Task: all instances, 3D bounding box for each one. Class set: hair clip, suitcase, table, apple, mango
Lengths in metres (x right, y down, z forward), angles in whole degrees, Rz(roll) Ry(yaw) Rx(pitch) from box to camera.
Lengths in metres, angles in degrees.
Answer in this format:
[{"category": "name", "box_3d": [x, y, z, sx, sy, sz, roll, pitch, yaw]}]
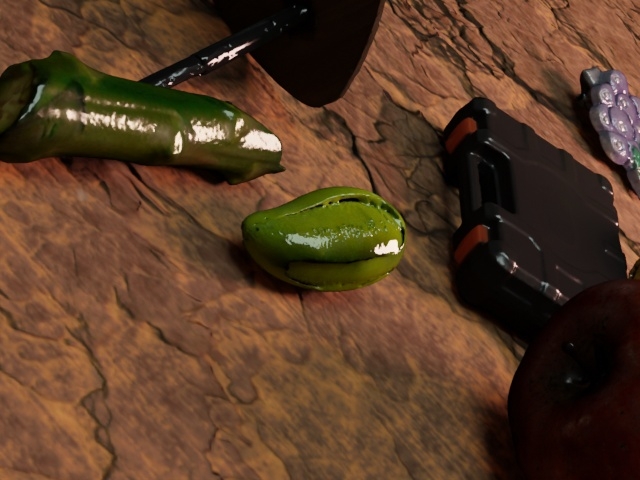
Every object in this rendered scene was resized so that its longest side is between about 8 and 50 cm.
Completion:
[{"category": "hair clip", "box_3d": [0.357, -0.116, 2.206, 0.124, 0.052, 0.195, -20, 76, -47]}, {"category": "suitcase", "box_3d": [0.219, -0.006, 1.871, 0.206, 0.066, 0.285, 31, 32, -22]}, {"category": "table", "box_3d": [-0.109, -0.254, 1.648, 0.249, 0.317, 0.317, -15, 63, -42]}, {"category": "apple", "box_3d": [0.274, 0.146, 1.605, 0.234, 0.234, 0.234, 31, 33, -22]}, {"category": "mango", "box_3d": [0.000, 0.000, 1.596, 0.165, 0.074, 0.091, -1, 57, -35]}]

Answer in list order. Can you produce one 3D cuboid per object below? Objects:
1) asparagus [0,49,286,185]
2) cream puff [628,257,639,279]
[{"category": "asparagus", "box_3d": [-0.147, -0.094, 1.523, 0.343, 0.082, 0.085, 1, 47, -51]}, {"category": "cream puff", "box_3d": [0.415, 0.091, 1.925, 0.169, 0.183, 0.183, 47, 20, -47]}]
